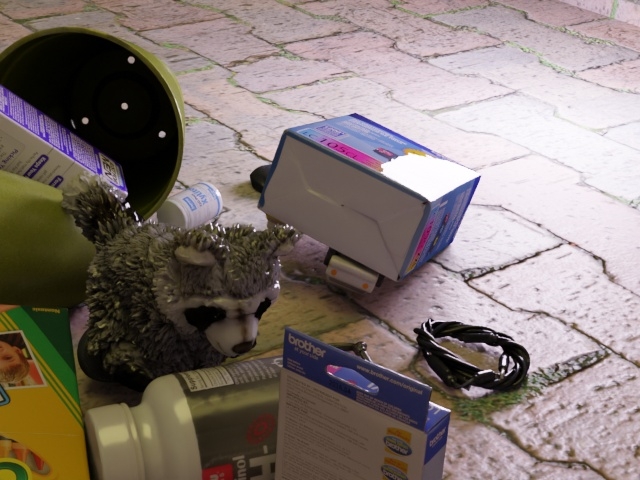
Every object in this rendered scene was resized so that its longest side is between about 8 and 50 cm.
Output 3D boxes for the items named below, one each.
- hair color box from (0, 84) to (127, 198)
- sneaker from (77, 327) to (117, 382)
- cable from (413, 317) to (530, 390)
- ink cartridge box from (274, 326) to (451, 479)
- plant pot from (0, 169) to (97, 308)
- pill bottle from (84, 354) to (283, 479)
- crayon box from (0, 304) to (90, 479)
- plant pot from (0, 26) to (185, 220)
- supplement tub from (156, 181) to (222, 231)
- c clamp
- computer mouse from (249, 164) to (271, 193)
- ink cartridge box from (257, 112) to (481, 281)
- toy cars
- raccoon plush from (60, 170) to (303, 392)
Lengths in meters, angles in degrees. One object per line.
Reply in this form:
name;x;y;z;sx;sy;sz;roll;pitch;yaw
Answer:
hair color box;-0.497;-0.119;1.852;0.339;0.185;0.110;36;18;-33
sneaker;-0.258;0.116;1.734;0.131;0.112;0.319;-6;19;41
cable;0.221;0.159;1.724;0.150;0.047;0.184;-10;29;-23
ink cartridge box;0.039;0.245;1.252;0.185;0.311;0.065;21;34;30
plant pot;-0.463;0.015;1.754;0.293;0.275;0.275;3;22;-37
pill bottle;-0.114;0.238;1.399;0.318;0.176;0.176;-8;29;-20
crayon box;-0.465;0.209;1.350;0.363;0.106;0.313;5;39;-23
plant pot;-0.396;-0.218;2.127;0.366;0.366;0.353;5;15;4
supplement tub;-0.232;-0.057;2.074;0.071;0.071;0.107;19;31;28
c clamp;0.057;0.189;1.683;0.137;0.022;0.161;-14;33;-19
computer mouse;-0.041;-0.096;2.199;0.242;0.041;0.071;24;33;34
ink cartridge box;0.100;-0.090;1.968;0.270;0.151;0.395;28;17;14
toy cars;0.000;0.000;1.968;0.176;0.087;0.393;8;24;-37
raccoon plush;-0.220;-0.004;1.530;0.446;0.299;0.216;44;45;20
